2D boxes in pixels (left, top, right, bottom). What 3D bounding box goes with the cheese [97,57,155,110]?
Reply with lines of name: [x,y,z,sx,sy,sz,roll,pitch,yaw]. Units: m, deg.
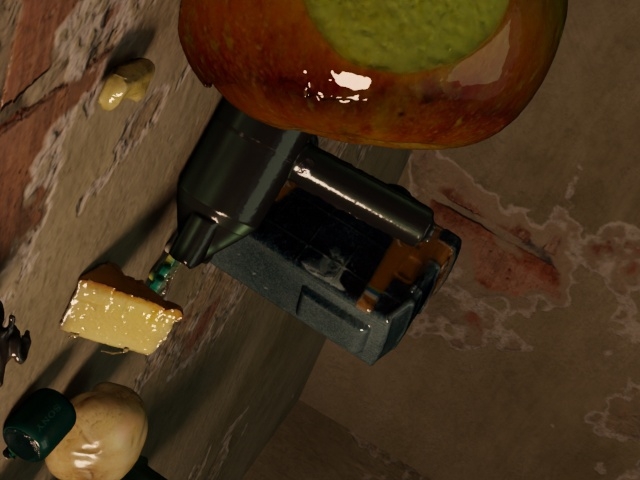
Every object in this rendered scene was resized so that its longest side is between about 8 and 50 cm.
cheese: [-0.176,-0.139,1.193,0.083,0.030,0.044,-55,167,-66]

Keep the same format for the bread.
bread: [-0.222,0.089,1.468,0.084,0.109,0.080,-58,176,21]

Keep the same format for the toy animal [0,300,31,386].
toy animal: [-0.318,0.100,1.084,0.233,0.085,0.148,37,66,-76]

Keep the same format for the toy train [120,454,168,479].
toy train: [-0.263,0.438,2.092,0.145,0.202,0.266,-58,171,-8]

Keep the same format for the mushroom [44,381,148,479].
mushroom: [-0.277,0.240,1.637,0.148,0.112,0.148,-58,169,-18]

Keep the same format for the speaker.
speaker: [-0.317,0.217,1.487,0.075,0.060,0.094,-50,168,-43]

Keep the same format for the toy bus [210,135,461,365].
toy bus: [0.000,0.000,1.732,0.194,0.323,0.162,-52,169,-29]

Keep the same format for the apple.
apple: [0.057,-0.263,1.290,0.384,0.374,0.374,7,120,-38]

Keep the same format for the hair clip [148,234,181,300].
hair clip: [-0.203,0.057,1.684,0.173,0.049,0.049,-65,172,0]

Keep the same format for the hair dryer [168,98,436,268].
hair dryer: [-0.017,-0.035,1.589,0.244,0.302,0.116,-61,-172,8]
